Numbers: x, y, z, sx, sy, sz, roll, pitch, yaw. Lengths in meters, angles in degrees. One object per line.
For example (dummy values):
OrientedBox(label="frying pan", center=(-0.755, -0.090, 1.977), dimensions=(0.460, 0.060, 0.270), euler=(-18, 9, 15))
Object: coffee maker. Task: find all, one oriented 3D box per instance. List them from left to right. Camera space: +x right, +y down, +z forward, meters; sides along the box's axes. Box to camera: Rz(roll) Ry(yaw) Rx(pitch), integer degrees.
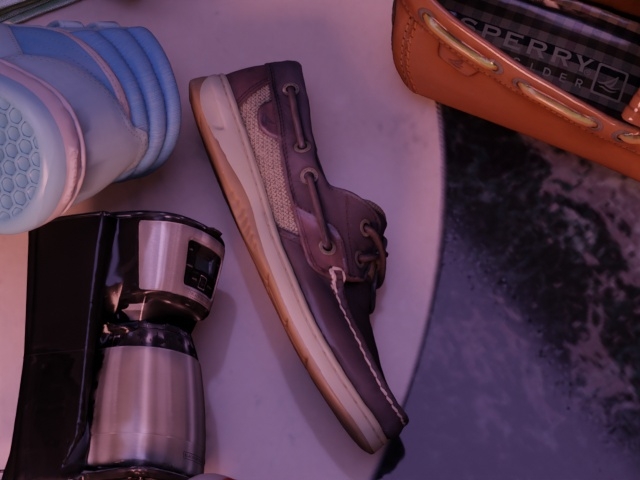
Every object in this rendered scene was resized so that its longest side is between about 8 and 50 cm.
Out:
OrientedBox(label="coffee maker", center=(-0.148, 0.077, 1.172), dimensions=(0.171, 0.120, 0.178), euler=(1, 70, 2))

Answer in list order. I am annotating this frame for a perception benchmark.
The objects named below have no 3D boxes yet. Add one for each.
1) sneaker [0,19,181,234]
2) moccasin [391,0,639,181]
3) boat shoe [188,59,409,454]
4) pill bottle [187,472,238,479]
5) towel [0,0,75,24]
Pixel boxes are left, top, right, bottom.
OrientedBox(label="sneaker", center=(-0.233, -0.108, 1.236), dimensions=(0.319, 0.208, 0.127), euler=(29, 118, 27))
OrientedBox(label="moccasin", center=(0.233, -0.118, 1.219), dimensions=(0.380, 0.147, 0.139), euler=(24, 72, 9))
OrientedBox(label="boat shoe", center=(0.000, 0.000, 1.208), dimensions=(0.092, 0.103, 0.285), euler=(-24, 66, -2))
OrientedBox(label="pill bottle", center=(0.053, 0.290, 1.044), dimensions=(0.362, 0.210, 0.210), euler=(21, 72, 8))
OrientedBox(label="towel", center=(-0.270, -0.303, 1.355), dimensions=(0.247, 0.038, 0.325), euler=(-23, 71, -8))
